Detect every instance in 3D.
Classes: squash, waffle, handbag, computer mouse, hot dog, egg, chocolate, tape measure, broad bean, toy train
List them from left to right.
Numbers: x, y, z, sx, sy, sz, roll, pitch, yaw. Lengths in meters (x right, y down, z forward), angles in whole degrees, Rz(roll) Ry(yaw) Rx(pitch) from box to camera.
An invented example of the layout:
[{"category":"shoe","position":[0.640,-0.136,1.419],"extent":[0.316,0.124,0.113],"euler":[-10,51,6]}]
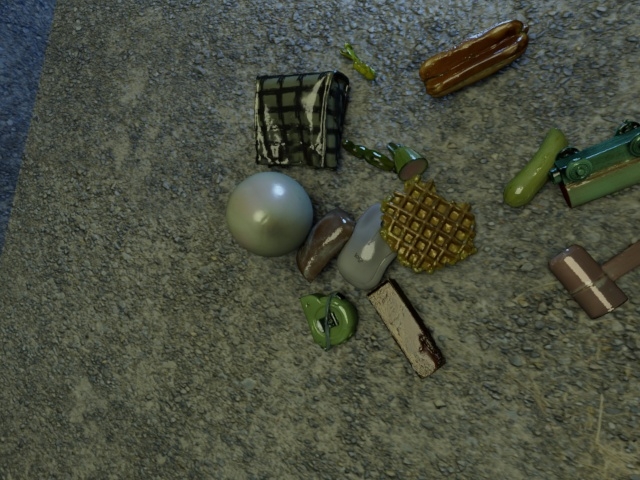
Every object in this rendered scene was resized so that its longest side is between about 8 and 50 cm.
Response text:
[{"category":"egg","position":[-0.164,-0.084,1.466],"extent":[0.283,0.345,0.283],"euler":[0,96,-4]},{"category":"handbag","position":[-0.077,-0.413,1.575],"extent":[0.325,0.162,0.327],"euler":[6,96,27]},{"category":"chocolate","position":[-0.001,0.001,1.495],"extent":[0.261,0.083,0.161],"euler":[-52,29,11]},{"category":"tape measure","position":[0.033,0.259,1.487],"extent":[0.175,0.106,0.200],"euler":[-21,79,24]},{"category":"broad bean","position":[0.165,-0.281,1.504],"extent":[0.213,0.070,0.048],"euler":[28,104,14]},{"category":"computer mouse","position":[0.165,0.016,1.447],"extent":[0.184,0.121,0.297],"euler":[42,103,22]},{"category":"squash","position":[0.270,-0.269,1.452],"extent":[0.105,0.105,0.132],"euler":[-35,56,17]},{"category":"waffle","position":[0.328,-0.048,1.366],"extent":[0.281,0.058,0.301],"euler":[-35,81,-3]},{"category":"hot dog","position":[0.471,-0.553,1.377],"extent":[0.337,0.100,0.135],"euler":[-24,85,21]},{"category":"squash","position":[0.617,-0.201,1.292],"extent":[0.083,0.083,0.250],"euler":[38,98,22]},{"category":"toy train","position":[0.765,-0.194,1.199],"extent":[0.285,0.116,0.177],"euler":[-24,116,18]}]

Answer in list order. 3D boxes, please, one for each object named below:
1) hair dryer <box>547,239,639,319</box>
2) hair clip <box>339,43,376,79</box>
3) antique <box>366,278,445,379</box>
[{"category":"hair dryer","position":[0.803,0.037,1.193],"extent":[0.344,0.107,0.189],"euler":[-36,71,7]},{"category":"hair clip","position":[0.129,-0.605,1.543],"extent":[0.046,0.072,0.173],"euler":[-47,65,24]},{"category":"antique","position":[0.267,0.270,1.396],"extent":[0.093,0.087,0.310],"euler":[-37,72,15]}]
